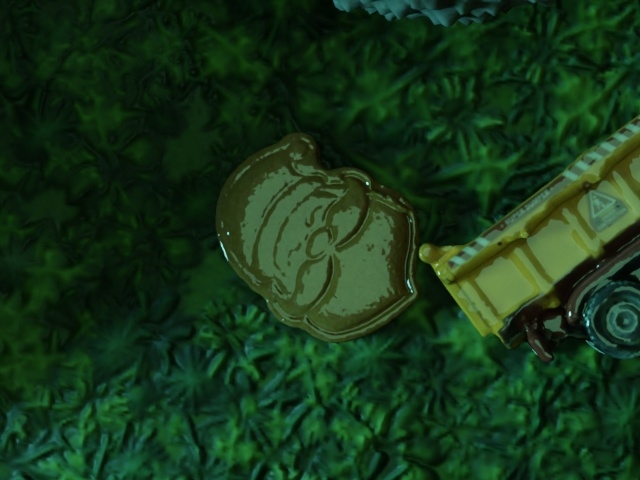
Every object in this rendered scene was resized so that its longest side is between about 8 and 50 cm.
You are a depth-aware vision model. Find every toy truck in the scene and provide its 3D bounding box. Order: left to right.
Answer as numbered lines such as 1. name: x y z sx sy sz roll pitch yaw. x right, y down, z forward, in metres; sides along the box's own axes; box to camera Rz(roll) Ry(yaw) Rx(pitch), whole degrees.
1. toy truck: 0.191 -0.034 1.078 0.270 0.114 0.135 -37 87 2

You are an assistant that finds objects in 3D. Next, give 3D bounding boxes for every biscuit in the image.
1. biscuit: 0.000 0.000 1.134 0.130 0.019 0.102 40 89 7

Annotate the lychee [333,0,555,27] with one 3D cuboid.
1. lychee: 0.057 -0.258 1.038 0.300 0.300 0.300 -1 84 5
